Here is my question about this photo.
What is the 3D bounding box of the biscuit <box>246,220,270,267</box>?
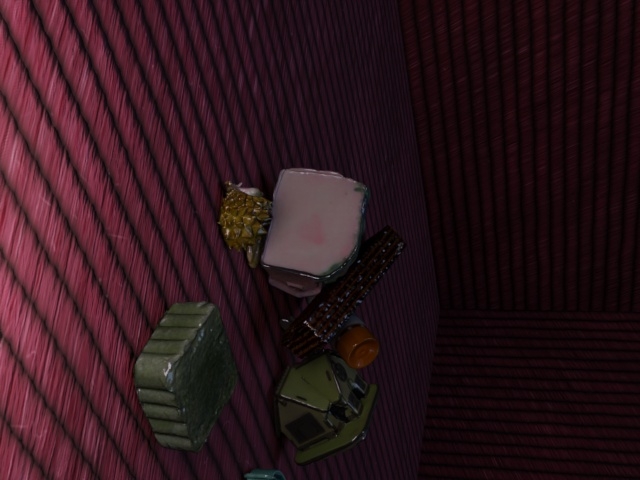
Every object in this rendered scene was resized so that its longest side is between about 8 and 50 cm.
[{"bbox_3d":[-0.127,-0.003,1.772,0.147,0.018,0.071,-71,160,-46],"label":"biscuit"}]

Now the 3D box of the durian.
[{"bbox_3d":[-0.126,-0.053,1.668,0.224,0.078,0.140,-28,116,-71],"label":"durian"}]

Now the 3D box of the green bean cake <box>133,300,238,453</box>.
[{"bbox_3d":[-0.211,0.211,1.337,0.185,0.094,0.184,-67,153,-53],"label":"green bean cake"}]

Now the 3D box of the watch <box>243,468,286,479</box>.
[{"bbox_3d":[-0.109,0.566,1.743,0.195,0.068,0.237,-75,159,-46],"label":"watch"}]

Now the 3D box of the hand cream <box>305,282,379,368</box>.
[{"bbox_3d":[0.023,0.159,1.959,0.314,0.089,0.140,50,-19,49],"label":"hand cream"}]

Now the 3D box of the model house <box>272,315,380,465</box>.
[{"bbox_3d":[-0.034,0.319,1.901,0.279,0.204,0.218,53,27,-15],"label":"model house"}]

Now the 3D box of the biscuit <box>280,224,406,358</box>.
[{"bbox_3d":[0.055,0.108,1.853,0.073,0.107,0.388,47,47,-3],"label":"biscuit"}]

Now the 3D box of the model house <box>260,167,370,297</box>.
[{"bbox_3d":[0.000,0.000,1.858,0.237,0.202,0.237,71,28,-71],"label":"model house"}]
